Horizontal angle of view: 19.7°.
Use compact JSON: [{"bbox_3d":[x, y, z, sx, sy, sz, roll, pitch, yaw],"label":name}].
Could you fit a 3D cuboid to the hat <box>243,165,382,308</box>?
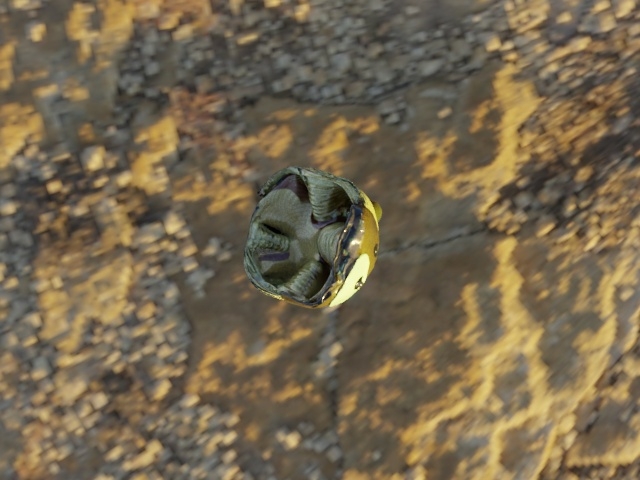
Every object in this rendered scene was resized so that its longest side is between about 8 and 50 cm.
[{"bbox_3d":[0.001,0.000,1.058,0.076,0.059,0.077,18,91,31],"label":"hat"}]
